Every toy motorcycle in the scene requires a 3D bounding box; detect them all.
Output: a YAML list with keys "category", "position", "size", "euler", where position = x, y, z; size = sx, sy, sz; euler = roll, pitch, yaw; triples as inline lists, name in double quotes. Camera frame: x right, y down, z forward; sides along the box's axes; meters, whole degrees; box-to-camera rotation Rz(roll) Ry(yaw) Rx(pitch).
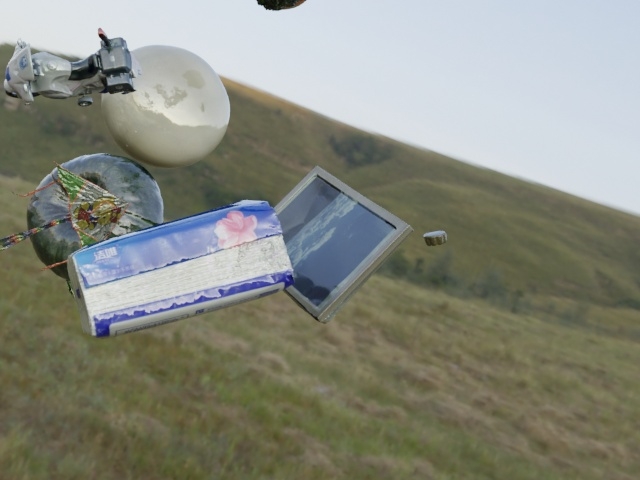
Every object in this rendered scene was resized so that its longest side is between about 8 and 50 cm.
- category: "toy motorcycle"
  position: [-0.398, -0.266, 1.513]
  size: [0.221, 0.102, 0.150]
  euler: [-10, -12, -4]

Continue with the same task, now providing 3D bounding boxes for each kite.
- category: "kite"
  position: [-0.444, -0.033, 1.620]
  size: [0.245, 0.198, 0.006]
  euler: [-17, 14, -8]

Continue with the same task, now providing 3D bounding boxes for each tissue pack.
- category: "tissue pack"
  position: [-0.192, 0.037, 1.273]
  size: [0.270, 0.137, 0.209]
  euler: [-13, 1, -16]

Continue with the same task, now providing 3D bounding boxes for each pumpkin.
- category: "pumpkin"
  position: [-0.486, -0.048, 2.050]
  size: [0.300, 0.300, 0.207]
  euler: [20, -9, 21]

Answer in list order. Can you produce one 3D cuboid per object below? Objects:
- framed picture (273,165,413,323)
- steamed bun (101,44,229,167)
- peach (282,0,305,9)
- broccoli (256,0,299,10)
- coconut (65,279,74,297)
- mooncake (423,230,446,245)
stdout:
- category: "framed picture"
  position: [0.000, 0.000, 1.430]
  size: [0.260, 0.189, 0.023]
  euler: [38, -9, 50]
- category: "steamed bun"
  position: [-0.385, -0.340, 2.404]
  size: [0.324, 0.324, 0.206]
  euler: [22, -21, -20]
- category: "peach"
  position: [-0.085, -0.633, 2.263]
  size: [0.184, 0.184, 0.184]
  euler: [21, -3, 1]
- category: "broccoli"
  position: [-0.080, -0.578, 2.042]
  size: [0.155, 0.160, 0.167]
  euler: [-14, -21, -31]
- category: "coconut"
  position: [-0.551, 0.077, 2.248]
  size: [0.055, 0.133, 0.158]
  euler: [24, -13, 27]
- category: "mooncake"
  position: [0.158, 0.049, 2.465]
  size: [0.347, 0.057, 0.150]
  euler: [-25, -2, 35]
